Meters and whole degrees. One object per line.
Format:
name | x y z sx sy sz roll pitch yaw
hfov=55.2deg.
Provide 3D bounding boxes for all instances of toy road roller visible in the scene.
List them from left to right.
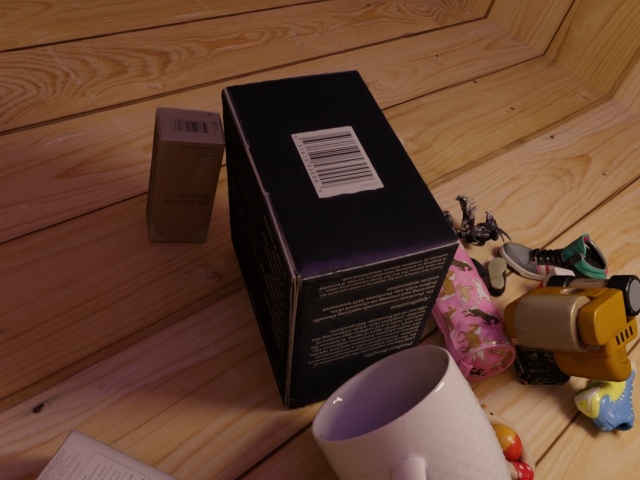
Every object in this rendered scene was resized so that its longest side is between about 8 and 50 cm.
toy road roller | 0.584 0.215 1.370 0.330 0.203 0.240 -14 97 -41

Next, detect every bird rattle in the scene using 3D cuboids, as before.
bird rattle | 0.375 0.433 1.243 0.254 0.143 0.207 34 28 10

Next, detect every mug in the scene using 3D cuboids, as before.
mug | 0.180 0.403 1.017 0.328 0.276 0.374 59 7 -7

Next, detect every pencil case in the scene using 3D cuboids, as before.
pencil case | 0.327 0.150 1.482 0.167 0.160 0.386 -25 51 6

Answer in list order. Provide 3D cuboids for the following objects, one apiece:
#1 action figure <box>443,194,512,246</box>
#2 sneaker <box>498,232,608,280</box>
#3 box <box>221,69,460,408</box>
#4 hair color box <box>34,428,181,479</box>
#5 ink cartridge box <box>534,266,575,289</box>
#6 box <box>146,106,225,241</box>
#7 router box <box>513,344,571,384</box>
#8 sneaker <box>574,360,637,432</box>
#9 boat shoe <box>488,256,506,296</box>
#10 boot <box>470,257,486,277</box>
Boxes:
action figure | 0.402 -0.059 1.719 0.276 0.140 0.164 6 3 -7
sneaker | 0.661 0.044 1.694 0.296 0.178 0.124 25 43 7
box | 0.000 0.000 1.241 0.298 0.471 0.479 -11 54 -16
hair color box | -0.292 0.464 0.973 0.347 0.105 0.174 24 43 4
ink cartridge box | 0.632 0.164 1.613 0.063 0.109 0.150 12 44 -14
box | -0.320 -0.144 1.424 0.148 0.311 0.121 0 47 -20
router box | 0.532 0.302 1.489 0.123 0.038 0.092 5 46 -16
sneaker | 0.700 0.379 1.457 0.240 0.091 0.126 -19 74 -34
boat shoe | 0.484 0.098 1.678 0.049 0.042 0.133 1 39 17
boot | 0.414 0.103 1.646 0.099 0.045 0.121 -23 59 -43
